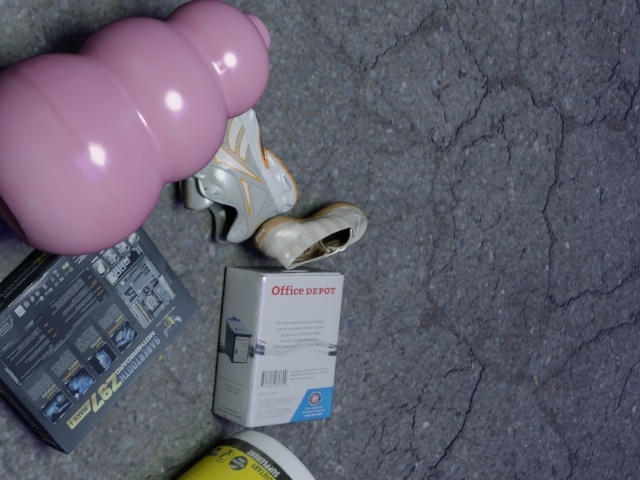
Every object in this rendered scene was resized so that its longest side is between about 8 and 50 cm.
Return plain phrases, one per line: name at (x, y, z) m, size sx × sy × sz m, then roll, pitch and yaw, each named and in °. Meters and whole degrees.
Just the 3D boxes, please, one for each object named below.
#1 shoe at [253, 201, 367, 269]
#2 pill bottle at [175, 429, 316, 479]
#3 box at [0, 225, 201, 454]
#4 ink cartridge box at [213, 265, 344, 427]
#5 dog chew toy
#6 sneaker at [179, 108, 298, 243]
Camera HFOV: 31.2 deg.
shoe at (0.000, 0.000, 1.456) m, size 0.219 × 0.058 × 0.076 m, roll -12°, pitch 137°, yaw -54°
pill bottle at (-0.154, 0.388, 1.332) m, size 0.334 × 0.188 × 0.188 m, roll -37°, pitch 120°, yaw -31°
box at (-0.264, 0.090, 1.270) m, size 0.232 × 0.059 × 0.183 m, roll -49°, pitch 125°, yaw -25°
ink cartridge box at (-0.052, 0.130, 1.450) m, size 0.139 × 0.082 × 0.190 m, roll 1°, pitch 95°, yaw -42°
dog chew toy at (-0.191, -0.132, 1.174) m, size 0.332 × 0.206 × 0.206 m, roll -36°, pitch 120°, yaw -18°
sneaker at (-0.128, -0.102, 1.335) m, size 0.121 × 0.099 × 0.262 m, roll -46°, pitch 123°, yaw -21°
